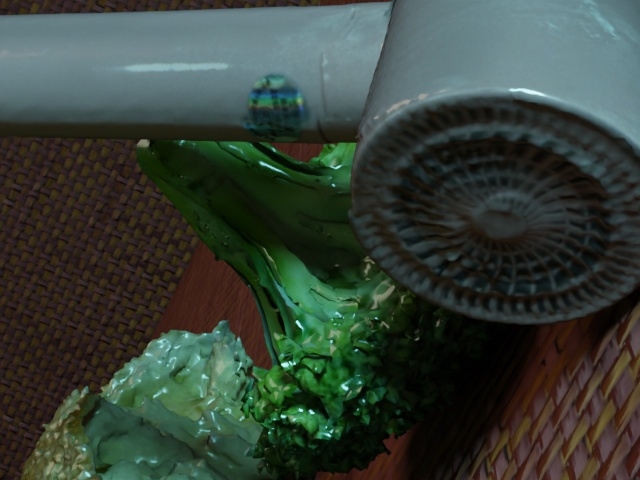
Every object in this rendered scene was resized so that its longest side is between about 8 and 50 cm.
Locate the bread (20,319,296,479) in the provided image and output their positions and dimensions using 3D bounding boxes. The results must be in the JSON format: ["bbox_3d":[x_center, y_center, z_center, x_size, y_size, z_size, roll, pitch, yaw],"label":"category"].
[{"bbox_3d":[-0.111,0.183,1.055,0.192,0.171,0.314,-58,9,19],"label":"bread"}]

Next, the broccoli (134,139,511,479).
[{"bbox_3d":[0.000,0.000,0.806,0.219,0.194,0.194,-52,11,14],"label":"broccoli"}]

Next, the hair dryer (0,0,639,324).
[{"bbox_3d":[-0.017,-0.088,0.722,0.125,0.352,0.210,74,-155,-45],"label":"hair dryer"}]
